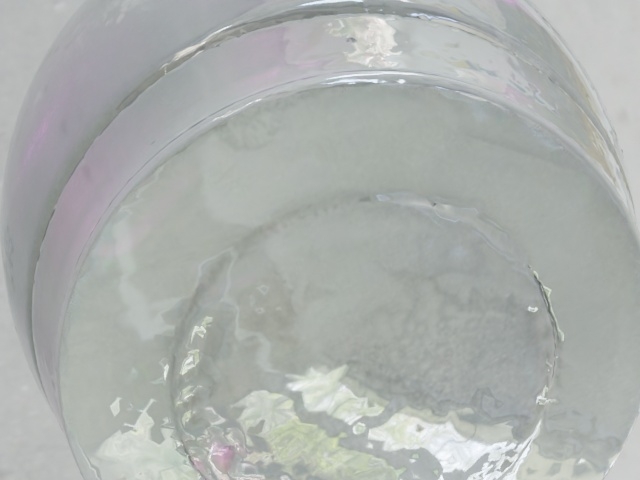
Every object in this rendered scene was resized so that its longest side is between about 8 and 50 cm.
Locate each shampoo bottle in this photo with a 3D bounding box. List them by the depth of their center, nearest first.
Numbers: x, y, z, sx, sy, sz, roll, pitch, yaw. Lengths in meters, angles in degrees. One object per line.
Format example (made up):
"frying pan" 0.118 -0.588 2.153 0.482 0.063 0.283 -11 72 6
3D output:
"shampoo bottle" 0.000 0.000 0.727 0.273 0.273 0.266 56 4 -25
